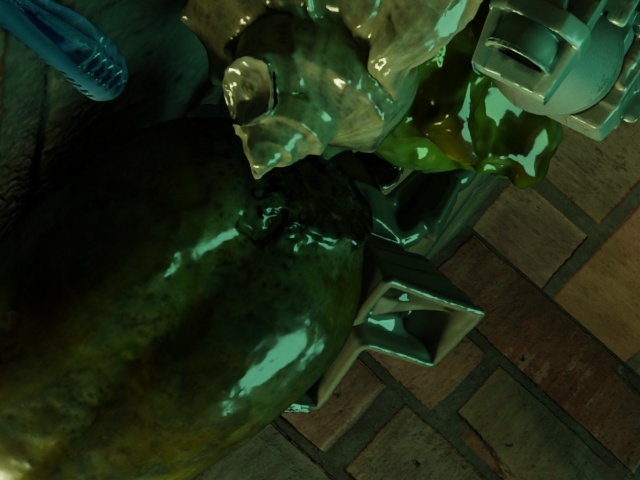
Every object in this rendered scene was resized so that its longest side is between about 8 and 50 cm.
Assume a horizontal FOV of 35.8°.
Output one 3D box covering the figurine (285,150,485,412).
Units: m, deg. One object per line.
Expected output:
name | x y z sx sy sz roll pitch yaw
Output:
figurine | 0.001 -0.001 0.942 0.342 0.285 0.167 -6 134 -19

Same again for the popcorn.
popcorn | 0.113 -0.154 0.849 0.206 0.251 0.237 -47 174 -34

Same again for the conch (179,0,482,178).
conch | 0.004 -0.179 0.596 0.210 0.159 0.291 150 -46 -69

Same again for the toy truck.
toy truck | 0.165 -0.135 0.637 0.140 0.108 0.257 -60 163 2

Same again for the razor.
razor | -0.149 -0.121 0.511 0.253 0.042 0.082 51 41 -80

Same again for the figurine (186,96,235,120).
figurine | -0.055 -0.100 0.807 0.086 0.094 0.082 -45 158 21

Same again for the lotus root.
lotus root | -0.121 0.061 0.725 0.346 0.250 0.250 -43 171 18
